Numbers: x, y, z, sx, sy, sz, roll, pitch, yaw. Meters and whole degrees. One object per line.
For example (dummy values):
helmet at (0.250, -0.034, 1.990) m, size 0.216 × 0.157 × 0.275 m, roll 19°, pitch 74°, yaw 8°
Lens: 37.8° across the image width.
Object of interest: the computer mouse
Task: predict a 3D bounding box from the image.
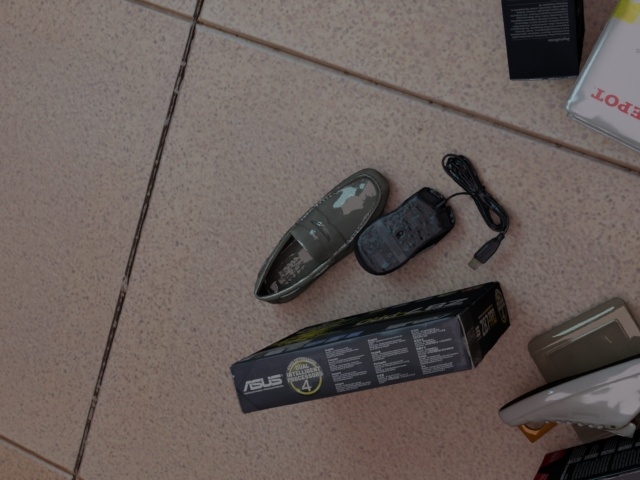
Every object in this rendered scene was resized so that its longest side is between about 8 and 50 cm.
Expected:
computer mouse at (0.201, -0.007, 1.631) m, size 0.262 × 0.060 × 0.184 m, roll -42°, pitch 78°, yaw 9°

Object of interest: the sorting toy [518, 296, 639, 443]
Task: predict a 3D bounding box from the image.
sorting toy at (0.470, 0.217, 1.566) m, size 0.348 × 0.047 × 0.196 m, roll -31°, pitch 82°, yaw 22°

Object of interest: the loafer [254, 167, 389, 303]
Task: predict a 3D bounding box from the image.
loafer at (0.000, 0.000, 1.676) m, size 0.112 × 0.111 × 0.319 m, roll 44°, pitch 110°, yaw 10°

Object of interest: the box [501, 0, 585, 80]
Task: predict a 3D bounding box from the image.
box at (0.340, -0.370, 1.427) m, size 0.108 × 0.153 × 0.207 m, roll 0°, pitch 129°, yaw 20°

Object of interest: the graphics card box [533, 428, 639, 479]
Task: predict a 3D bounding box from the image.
graphics card box at (0.525, 0.359, 1.464) m, size 0.371 × 0.233 × 0.094 m, roll -22°, pitch 85°, yaw 21°

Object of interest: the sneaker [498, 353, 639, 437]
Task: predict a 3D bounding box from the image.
sneaker at (0.433, 0.273, 1.502) m, size 0.290 × 0.106 × 0.123 m, roll -22°, pitch 84°, yaw 22°

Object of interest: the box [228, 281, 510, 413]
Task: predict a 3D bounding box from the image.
box at (0.092, 0.176, 1.557) m, size 0.395 × 0.318 × 0.097 m, roll -15°, pitch 93°, yaw 23°

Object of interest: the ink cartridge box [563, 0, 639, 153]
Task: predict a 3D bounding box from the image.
ink cartridge box at (0.576, -0.301, 1.386) m, size 0.279 × 0.160 × 0.384 m, roll 30°, pitch 106°, yaw 13°
